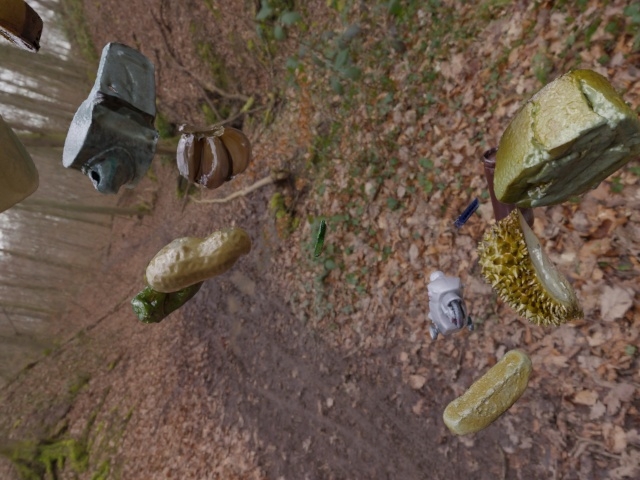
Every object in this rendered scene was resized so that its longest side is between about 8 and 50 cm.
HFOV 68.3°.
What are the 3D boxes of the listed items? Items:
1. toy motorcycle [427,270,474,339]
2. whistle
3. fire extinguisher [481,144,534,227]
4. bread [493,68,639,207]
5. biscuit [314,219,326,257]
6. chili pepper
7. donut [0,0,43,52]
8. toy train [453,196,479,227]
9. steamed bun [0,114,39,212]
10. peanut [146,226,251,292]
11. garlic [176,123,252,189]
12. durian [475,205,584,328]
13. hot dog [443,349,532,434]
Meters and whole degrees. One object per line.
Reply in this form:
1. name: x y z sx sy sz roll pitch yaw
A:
1. toy motorcycle: 0.325 0.160 1.220 0.260 0.109 0.171 66 -168 -72
2. whistle: -0.516 -0.316 1.206 0.188 0.168 0.406 10 83 48
3. fire extinguisher: 0.472 -0.098 1.179 0.105 0.104 0.269 -107 -5 -62
4. bread: 0.406 -0.148 0.793 0.257 0.185 0.124 119 154 -54
5. biscuit: 0.001 0.000 0.898 0.089 0.016 0.046 103 180 -66
6. chili pepper: -0.276 0.090 0.920 0.073 0.072 0.204 -6 23 39
7. donut: -0.595 -0.421 0.855 0.074 0.166 0.184 -67 -15 -3
8. toy train: 0.271 -0.052 0.863 0.083 0.017 0.017 -42 -10 -34
9. steamed bun: -0.787 -0.146 0.991 0.273 0.273 0.291 -83 -25 -45
10. peanut: -0.195 0.026 0.754 0.080 0.174 0.080 158 90 -81
11. garlic: -0.321 -0.255 1.399 0.160 0.213 0.191 -141 46 -57
12. durian: 0.406 0.071 0.930 0.138 0.250 0.183 -40 -6 11
13. hot dog: 0.385 0.349 1.061 0.242 0.073 0.084 -42 11 -1
